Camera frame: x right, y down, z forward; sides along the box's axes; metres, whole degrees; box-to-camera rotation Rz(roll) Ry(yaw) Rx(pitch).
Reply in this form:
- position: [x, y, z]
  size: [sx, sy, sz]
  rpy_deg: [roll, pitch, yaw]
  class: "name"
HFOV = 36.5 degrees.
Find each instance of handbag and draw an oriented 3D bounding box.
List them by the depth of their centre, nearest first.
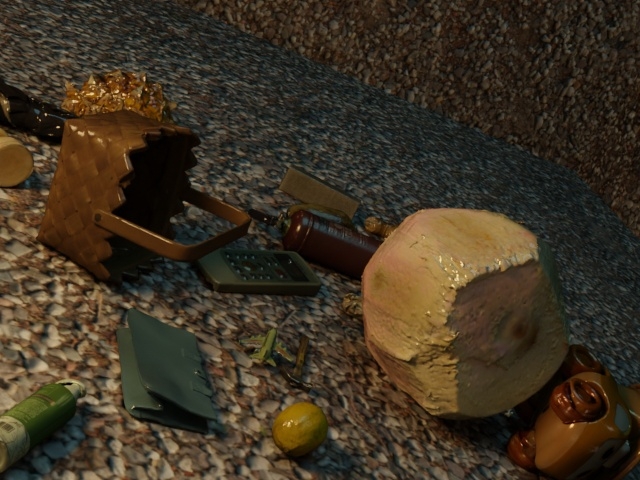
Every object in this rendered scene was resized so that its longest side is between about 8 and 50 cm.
- position: [-0.242, 0.204, 1.524]
  size: [0.144, 0.057, 0.221]
  rpy_deg: [24, 20, -30]
  class: "handbag"

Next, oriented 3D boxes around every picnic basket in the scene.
- position: [-0.305, -0.067, 1.714]
  size: [0.321, 0.291, 0.254]
  rpy_deg: [25, 21, 16]
  class: "picnic basket"

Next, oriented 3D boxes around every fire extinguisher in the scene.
- position: [0.000, 0.000, 2.194]
  size: [0.344, 0.102, 0.138]
  rpy_deg: [22, 2, -14]
  class: "fire extinguisher"

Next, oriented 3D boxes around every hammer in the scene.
- position: [-0.039, 0.217, 1.775]
  size: [0.062, 0.017, 0.182]
  rpy_deg: [26, 21, -6]
  class: "hammer"

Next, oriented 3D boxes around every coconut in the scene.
- position: [0.262, 0.117, 1.867]
  size: [0.405, 0.404, 0.404]
  rpy_deg: [24, 22, -11]
  class: "coconut"

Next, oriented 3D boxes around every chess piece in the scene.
- position: [-0.626, -0.176, 1.866]
  size: [0.094, 0.094, 0.170]
  rpy_deg: [6, 23, -43]
  class: "chess piece"

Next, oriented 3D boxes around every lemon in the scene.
- position: [-0.030, 0.295, 1.527]
  size: [0.082, 0.082, 0.111]
  rpy_deg: [36, 25, 18]
  class: "lemon"

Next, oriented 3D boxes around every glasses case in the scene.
- position: [0.000, -0.119, 2.477]
  size: [0.205, 0.070, 0.047]
  rpy_deg: [27, 19, -2]
  class: "glasses case"

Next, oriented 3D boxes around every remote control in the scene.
- position: [-0.130, 0.061, 1.977]
  size: [0.285, 0.038, 0.123]
  rpy_deg: [7, 31, -42]
  class: "remote control"

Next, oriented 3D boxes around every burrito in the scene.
- position: [0.113, 0.157, 2.049]
  size: [0.149, 0.041, 0.055]
  rpy_deg: [26, 35, -14]
  class: "burrito"

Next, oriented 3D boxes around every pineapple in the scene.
- position: [-0.444, -0.308, 2.259]
  size: [0.335, 0.161, 0.158]
  rpy_deg: [15, 28, -36]
  class: "pineapple"

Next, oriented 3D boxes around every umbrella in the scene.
- position: [-0.624, -0.282, 2.058]
  size: [0.358, 0.106, 0.113]
  rpy_deg: [18, 12, -25]
  class: "umbrella"

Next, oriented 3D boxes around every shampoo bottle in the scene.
- position: [-0.377, 0.234, 1.281]
  size: [0.065, 0.065, 0.204]
  rpy_deg: [32, 22, 8]
  class: "shampoo bottle"

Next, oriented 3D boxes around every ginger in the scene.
- position: [0.192, -0.014, 2.490]
  size: [0.165, 0.067, 0.096]
  rpy_deg: [12, 24, -5]
  class: "ginger"

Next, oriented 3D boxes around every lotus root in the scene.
- position: [0.004, -0.037, 2.282]
  size: [0.179, 0.089, 0.080]
  rpy_deg: [16, -6, -13]
  class: "lotus root"

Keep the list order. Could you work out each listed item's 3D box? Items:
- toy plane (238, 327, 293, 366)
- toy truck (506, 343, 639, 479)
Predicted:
- position: [-0.095, 0.190, 1.731]
  size: [0.102, 0.040, 0.111]
  rpy_deg: [24, 20, -3]
  class: "toy plane"
- position: [0.500, 0.343, 1.868]
  size: [0.212, 0.204, 0.288]
  rpy_deg: [33, 30, -4]
  class: "toy truck"
